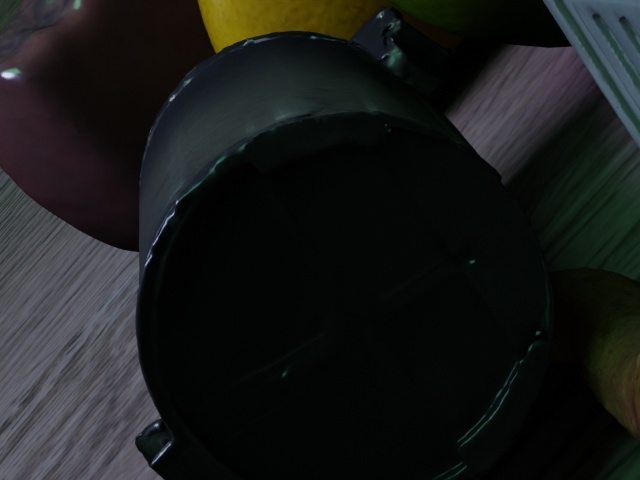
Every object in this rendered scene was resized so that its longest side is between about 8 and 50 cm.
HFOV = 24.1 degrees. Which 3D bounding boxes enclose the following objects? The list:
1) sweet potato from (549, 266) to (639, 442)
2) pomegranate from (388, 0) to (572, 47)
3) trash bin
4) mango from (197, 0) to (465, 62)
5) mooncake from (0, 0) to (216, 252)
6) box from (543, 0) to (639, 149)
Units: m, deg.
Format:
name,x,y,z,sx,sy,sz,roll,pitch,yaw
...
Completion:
name,x,y,z,sx,sy,sz,roll,pitch,yaw
sweet potato,0.177,0.064,0.630,0.109,0.109,0.385,-55,10,-7
pomegranate,0.138,-0.200,0.889,0.216,0.310,0.358,-52,53,45
trash bin,0.000,0.000,0.818,0.252,0.203,0.301,-52,13,8
mango,0.037,-0.254,1.114,0.221,0.264,0.378,10,81,66
mooncake,-0.141,-0.152,1.206,0.174,0.334,0.326,-13,84,55
box,0.212,-0.080,0.621,0.135,0.243,0.163,-43,23,-8
